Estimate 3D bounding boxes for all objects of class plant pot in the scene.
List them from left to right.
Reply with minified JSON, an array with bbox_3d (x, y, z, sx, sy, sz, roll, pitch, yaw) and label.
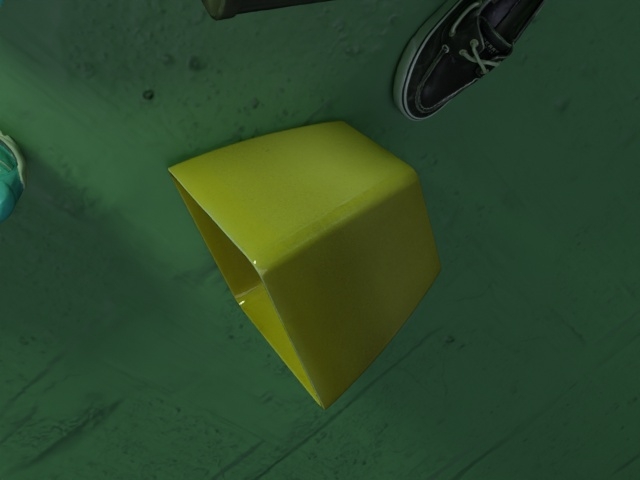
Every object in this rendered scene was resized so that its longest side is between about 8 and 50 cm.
[{"bbox_3d":[0.000,0.000,0.784,0.187,0.212,0.212,-32,131,-13],"label":"plant pot"}]

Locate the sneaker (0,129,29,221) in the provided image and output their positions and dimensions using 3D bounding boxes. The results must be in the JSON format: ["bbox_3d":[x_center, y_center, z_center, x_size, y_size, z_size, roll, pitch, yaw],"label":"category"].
[{"bbox_3d":[-0.392,-0.033,0.649,0.275,0.110,0.107,-15,129,-11],"label":"sneaker"}]

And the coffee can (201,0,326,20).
[{"bbox_3d":[0.037,-0.288,0.575,0.275,0.202,0.202,-12,128,-14],"label":"coffee can"}]

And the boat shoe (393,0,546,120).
[{"bbox_3d":[0.155,-0.207,0.770,0.077,0.070,0.219,23,114,-34],"label":"boat shoe"}]

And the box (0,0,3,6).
[{"bbox_3d":[-0.239,-0.273,0.504,0.100,0.060,0.244,8,146,-28],"label":"box"}]
